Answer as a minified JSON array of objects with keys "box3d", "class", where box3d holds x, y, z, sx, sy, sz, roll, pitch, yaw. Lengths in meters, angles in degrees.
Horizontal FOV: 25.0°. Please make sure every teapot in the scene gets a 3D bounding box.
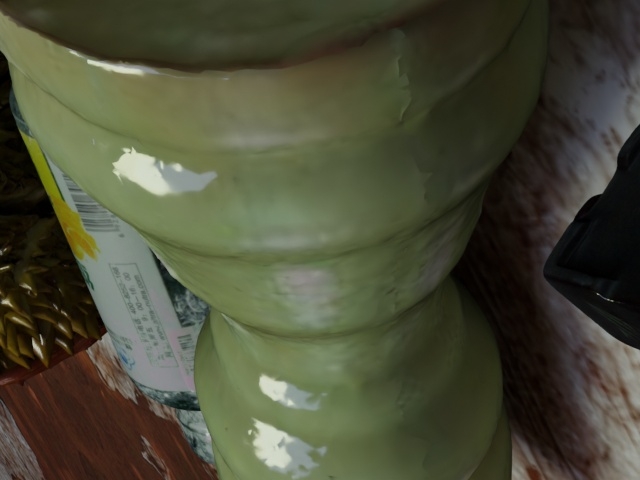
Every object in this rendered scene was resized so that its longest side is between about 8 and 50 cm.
[{"box3d":[0.169,0.017,0.553,0.096,0.087,0.177,43,165,-32],"class":"teapot"}]

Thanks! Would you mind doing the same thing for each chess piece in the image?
[{"box3d":[0.000,0.000,0.697,0.234,0.234,0.442,38,155,34],"class":"chess piece"}]

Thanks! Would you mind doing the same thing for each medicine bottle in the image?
[{"box3d":[-0.081,0.006,0.918,0.141,0.141,0.293,24,141,50],"class":"medicine bottle"}]

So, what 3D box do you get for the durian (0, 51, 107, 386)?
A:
[{"box3d":[-0.282,-0.053,1.035,0.384,0.347,0.348,-102,-7,-62],"class":"durian"}]
